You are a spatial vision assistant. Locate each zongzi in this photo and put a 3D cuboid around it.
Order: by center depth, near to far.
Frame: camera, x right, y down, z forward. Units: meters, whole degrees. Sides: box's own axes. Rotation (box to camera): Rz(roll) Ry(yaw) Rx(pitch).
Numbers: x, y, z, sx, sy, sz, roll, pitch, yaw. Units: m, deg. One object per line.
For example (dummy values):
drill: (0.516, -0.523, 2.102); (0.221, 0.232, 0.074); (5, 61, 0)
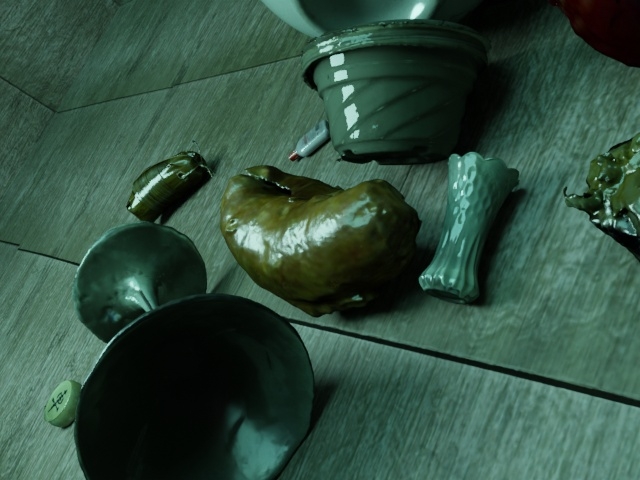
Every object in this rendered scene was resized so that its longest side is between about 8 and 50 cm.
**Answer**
zongzi: (-0.291, -0.140, 1.426); (0.187, 0.084, 0.184); (-33, 28, 18)

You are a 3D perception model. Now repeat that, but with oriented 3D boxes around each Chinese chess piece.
Chinese chess piece: (-0.456, 0.290, 1.284); (0.084, 0.034, 0.084); (-31, 40, 30)

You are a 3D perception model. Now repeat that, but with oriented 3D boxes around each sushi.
sushi: (0.306, -0.030, 0.538); (0.147, 0.115, 0.212); (-51, 33, 7)

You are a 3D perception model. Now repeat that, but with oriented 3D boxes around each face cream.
face cream: (-0.017, -0.154, 1.137); (0.083, 0.021, 0.040); (-37, 37, 25)

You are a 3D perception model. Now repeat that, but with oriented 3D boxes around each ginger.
ginger: (0.000, 0.000, 0.872); (0.165, 0.172, 0.321); (-29, 25, -34)

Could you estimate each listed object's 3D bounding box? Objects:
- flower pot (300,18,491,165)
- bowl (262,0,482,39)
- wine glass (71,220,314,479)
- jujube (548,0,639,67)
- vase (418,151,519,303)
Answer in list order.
flower pot: (0.088, -0.166, 0.867); (0.235, 0.235, 0.141); (-3, 86, 50)
bowl: (0.058, -0.363, 0.855); (0.434, 0.435, 0.196); (-25, 46, 38)
wine glass: (-0.194, 0.125, 0.927); (0.267, 0.267, 0.406); (-54, 28, 2)
jujube: (0.315, -0.320, 0.672); (0.258, 0.258, 0.377); (-37, 41, 25)
vase: (0.152, -0.009, 0.752); (0.081, 0.081, 0.149); (-1, 64, 51)
